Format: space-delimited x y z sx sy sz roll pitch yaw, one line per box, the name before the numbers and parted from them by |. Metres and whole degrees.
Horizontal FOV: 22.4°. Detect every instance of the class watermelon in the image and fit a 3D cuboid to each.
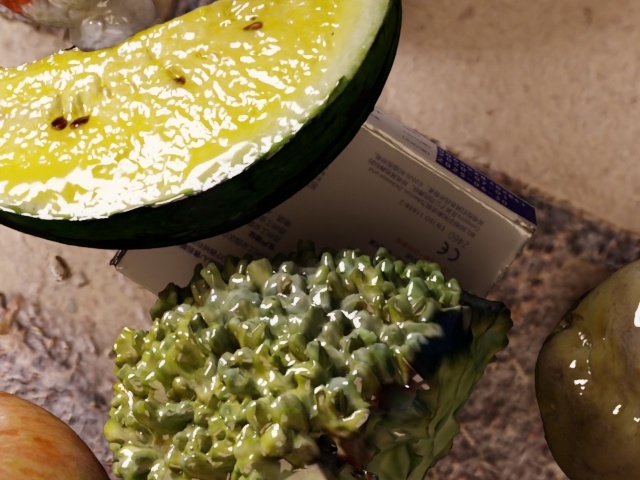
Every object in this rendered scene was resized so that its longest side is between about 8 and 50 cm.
watermelon | -0.089 -0.061 0.870 0.301 0.123 0.129 -14 84 13

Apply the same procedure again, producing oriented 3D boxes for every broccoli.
broccoli | -0.035 0.106 0.873 0.180 0.242 0.273 33 108 14

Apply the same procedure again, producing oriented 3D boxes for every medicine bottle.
medicine bottle | 0.000 0.000 0.958 0.201 0.052 0.171 31 112 -6

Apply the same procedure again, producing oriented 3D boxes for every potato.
potato | 0.226 0.097 0.929 0.200 0.137 0.154 33 144 -7

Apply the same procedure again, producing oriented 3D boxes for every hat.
hat | -0.152 -0.159 0.894 0.112 0.094 0.162 -19 117 41

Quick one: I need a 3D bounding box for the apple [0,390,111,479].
apple | -0.220 0.195 0.980 0.211 0.211 0.188 -6 132 9
